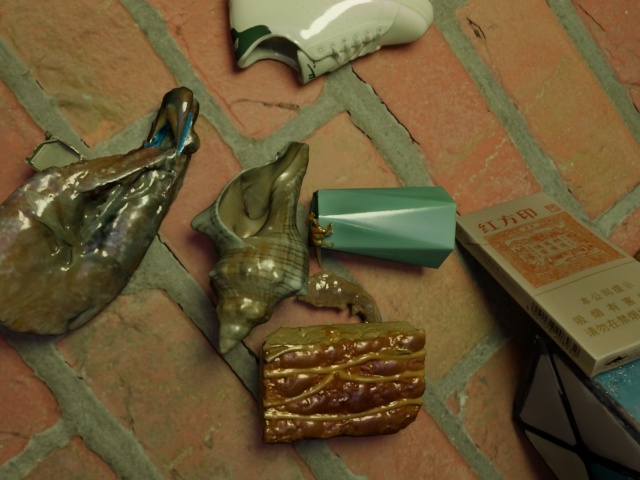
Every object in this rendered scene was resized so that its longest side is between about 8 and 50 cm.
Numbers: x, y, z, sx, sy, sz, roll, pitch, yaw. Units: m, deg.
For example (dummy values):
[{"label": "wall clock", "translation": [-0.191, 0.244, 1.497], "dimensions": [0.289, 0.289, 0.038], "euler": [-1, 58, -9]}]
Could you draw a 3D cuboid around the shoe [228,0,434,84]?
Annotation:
[{"label": "shoe", "translation": [0.020, -0.354, 0.872], "dimensions": [0.364, 0.132, 0.159], "euler": [3, 87, -8]}]

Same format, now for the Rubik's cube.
[{"label": "Rubik's cube", "translation": [0.538, 0.283, 0.815], "dimensions": [0.306, 0.306, 0.310], "euler": [-14, 132, -12]}]

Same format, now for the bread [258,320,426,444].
[{"label": "bread", "translation": [0.035, 0.236, 0.850], "dimensions": [0.275, 0.114, 0.184], "euler": [-1, 103, -14]}]

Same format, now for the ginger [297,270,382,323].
[{"label": "ginger", "translation": [0.043, 0.106, 0.901], "dimensions": [0.174, 0.051, 0.069], "euler": [26, 87, -8]}]

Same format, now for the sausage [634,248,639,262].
[{"label": "sausage", "translation": [0.763, 0.159, 1.018], "dimensions": [0.134, 0.116, 0.353], "euler": [-37, 98, -42]}]

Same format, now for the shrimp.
[{"label": "shrimp", "translation": [-0.335, -0.056, 0.773], "dimensions": [0.445, 0.110, 0.221], "euler": [-57, 135, -13]}]

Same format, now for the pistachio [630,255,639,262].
[{"label": "pistachio", "translation": [0.536, 0.100, 0.967], "dimensions": [0.215, 0.144, 0.143], "euler": [-29, 94, -8]}]

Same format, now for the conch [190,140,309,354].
[{"label": "conch", "translation": [-0.111, -0.002, 0.828], "dimensions": [0.203, 0.170, 0.385], "euler": [27, 49, -29]}]

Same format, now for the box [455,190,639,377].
[{"label": "box", "translation": [0.407, 0.047, 0.846], "dimensions": [0.205, 0.365, 0.051], "euler": [-17, 129, -12]}]

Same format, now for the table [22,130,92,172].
[{"label": "table", "translation": [-0.406, -0.121, 0.794], "dimensions": [0.079, 0.083, 0.062], "euler": [35, 82, -8]}]

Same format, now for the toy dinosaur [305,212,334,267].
[{"label": "toy dinosaur", "translation": [0.003, -0.001, 0.811], "dimensions": [0.041, 0.026, 0.113], "euler": [-10, 130, 5]}]

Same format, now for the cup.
[{"label": "cup", "translation": [0.100, -0.030, 0.884], "dimensions": [0.236, 0.148, 0.134], "euler": [4, 56, -7]}]
